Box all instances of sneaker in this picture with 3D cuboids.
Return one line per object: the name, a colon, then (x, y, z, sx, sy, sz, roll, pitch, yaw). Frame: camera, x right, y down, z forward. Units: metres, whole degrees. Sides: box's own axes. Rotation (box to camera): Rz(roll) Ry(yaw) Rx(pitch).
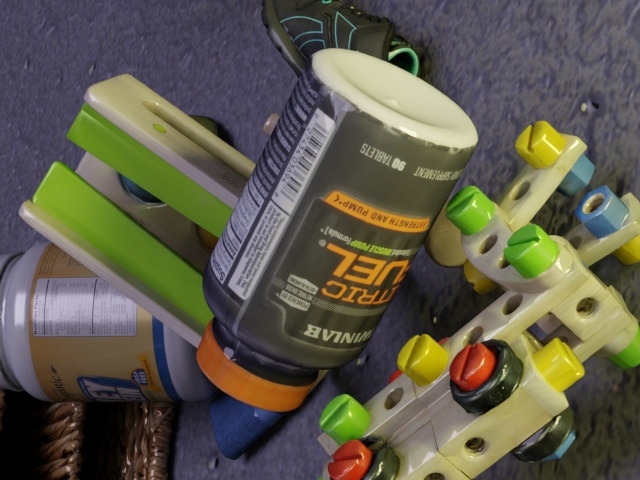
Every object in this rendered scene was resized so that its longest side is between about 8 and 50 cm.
sneaker: (0.031, -0.150, 1.427, 0.106, 0.101, 0.267, -37, 48, 17)

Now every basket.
basket: (-0.282, 0.213, 1.549, 0.223, 0.213, 0.299, -25, 54, 47)

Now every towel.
towel: (-0.048, 0.131, 1.426, 0.119, 0.029, 0.067, -46, 40, 30)

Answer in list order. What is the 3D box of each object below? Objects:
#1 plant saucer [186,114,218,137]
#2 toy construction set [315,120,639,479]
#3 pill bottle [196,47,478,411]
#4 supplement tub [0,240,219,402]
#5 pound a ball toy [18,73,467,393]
plant saucer: (-0.191, -0.033, 1.648, 0.241, 0.037, 0.241, -41, 26, 25)
toy construction set: (0.089, 0.090, 1.126, 0.328, 0.151, 0.215, -55, 21, 22)
pill bottle: (0.000, 0.000, 1.175, 0.246, 0.130, 0.130, -63, 33, 22)
supplement tub: (-0.188, 0.070, 1.474, 0.199, 0.144, 0.144, -1, 67, 14)
pound a ball toy: (-0.045, -0.023, 1.327, 0.208, 0.319, 0.136, -58, -7, 18)
